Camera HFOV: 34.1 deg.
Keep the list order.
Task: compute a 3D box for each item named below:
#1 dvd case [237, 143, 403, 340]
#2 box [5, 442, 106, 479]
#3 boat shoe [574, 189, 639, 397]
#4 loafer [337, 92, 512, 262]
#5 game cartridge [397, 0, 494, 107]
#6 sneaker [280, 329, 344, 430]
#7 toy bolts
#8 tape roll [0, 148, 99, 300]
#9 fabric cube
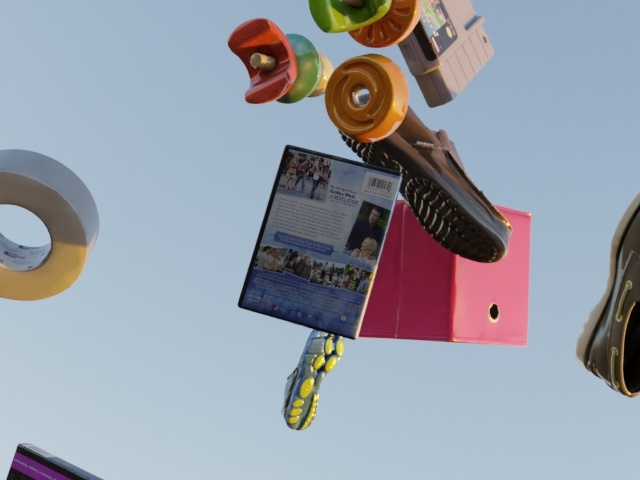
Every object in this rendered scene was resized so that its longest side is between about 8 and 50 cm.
[{"bbox_3d":[0.000,0.000,1.504,0.180,0.253,0.022,15,-8,11],"label":"dvd case"},{"bbox_3d":[-0.310,0.321,1.151,0.116,0.162,0.029,19,-2,25],"label":"box"},{"bbox_3d":[0.413,0.057,1.309,0.109,0.091,0.305,-4,-58,-29],"label":"boat shoe"},{"bbox_3d":[0.190,-0.121,1.707,0.366,0.130,0.134,47,-24,6],"label":"loafer"},{"bbox_3d":[0.146,-0.398,1.573,0.068,0.230,0.355,-19,-72,30],"label":"game cartridge"},{"bbox_3d":[-0.021,0.211,1.685,0.067,0.188,0.078,21,1,-27],"label":"sneaker"},{"bbox_3d":[0.028,-0.208,1.263,0.229,0.218,0.158,-16,-7,29],"label":"toy bolts"},{"bbox_3d":[-0.438,-0.020,1.519,0.219,0.072,0.219,1,-59,2],"label":"tape roll"},{"bbox_3d":[0.227,0.064,1.969,0.259,0.258,0.254,-2,-8,44],"label":"fabric cube"}]
